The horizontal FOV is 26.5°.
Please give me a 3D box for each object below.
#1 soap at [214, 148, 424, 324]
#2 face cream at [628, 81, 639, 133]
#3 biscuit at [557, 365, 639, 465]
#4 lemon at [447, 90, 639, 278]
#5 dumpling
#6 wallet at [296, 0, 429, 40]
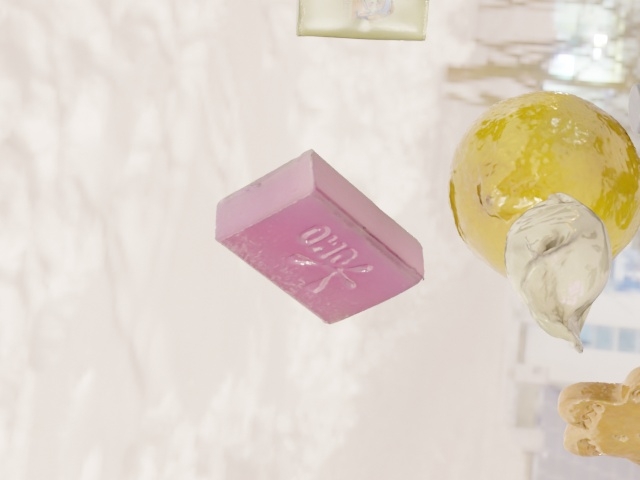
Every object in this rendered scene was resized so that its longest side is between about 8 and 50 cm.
[{"bbox_3d":[0.000,0.002,1.887,0.259,0.181,0.081,39,36,-39],"label":"soap"},{"bbox_3d":[0.603,-0.176,1.790,0.086,0.385,0.136,-93,-176,-52],"label":"face cream"},{"bbox_3d":[0.542,0.278,2.066,0.275,0.354,0.052,75,19,-51],"label":"biscuit"},{"bbox_3d":[0.265,-0.060,1.591,0.263,0.235,0.236,-15,110,-88],"label":"lemon"},{"bbox_3d":[0.225,0.035,1.241,0.169,0.099,0.134,-102,170,-72],"label":"dumpling"},{"bbox_3d":[0.050,-0.290,1.592,0.039,0.155,0.110,-92,-175,-59],"label":"wallet"}]
